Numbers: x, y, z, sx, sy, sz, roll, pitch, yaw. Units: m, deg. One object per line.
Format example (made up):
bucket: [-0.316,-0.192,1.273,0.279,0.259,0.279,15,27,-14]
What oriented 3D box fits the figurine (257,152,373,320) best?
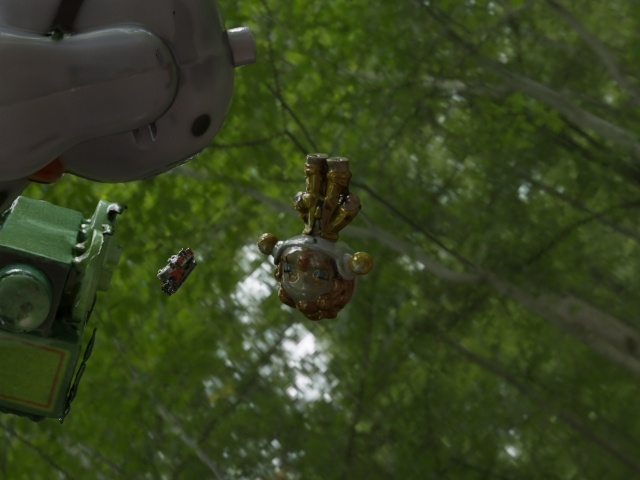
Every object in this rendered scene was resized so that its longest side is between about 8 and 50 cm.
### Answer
figurine: [-0.004,-0.002,1.015,0.068,0.101,0.143,-23,-83,-63]

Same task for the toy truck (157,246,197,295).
toy truck: [-0.167,0.035,1.352,0.024,0.083,0.032,-29,-79,22]

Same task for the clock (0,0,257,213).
clock: [-0.158,-0.076,0.542,0.254,0.189,0.189,-18,-54,-3]

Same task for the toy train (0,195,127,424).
toy train: [-0.276,0.046,1.087,0.159,0.271,0.188,16,-79,-12]
